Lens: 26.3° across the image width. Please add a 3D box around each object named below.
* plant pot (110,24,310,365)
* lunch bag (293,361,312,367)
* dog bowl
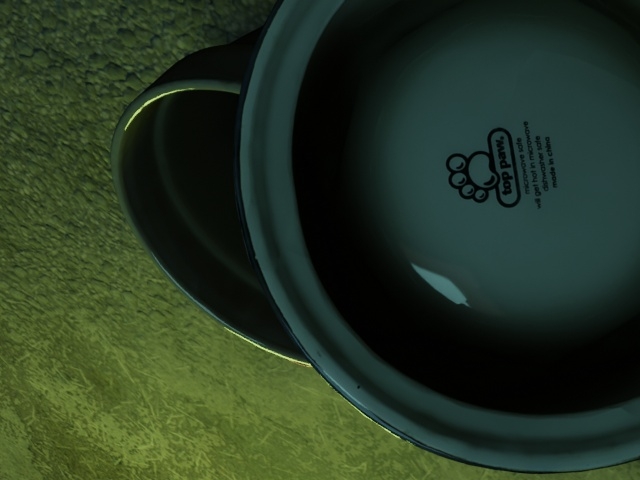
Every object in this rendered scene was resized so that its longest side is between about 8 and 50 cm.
[{"bbox_3d":[0.021,-0.090,1.246,0.323,0.280,0.323,22,141,19],"label":"plant pot"},{"bbox_3d":[0.000,0.000,1.503,0.258,0.120,0.293,-14,122,41],"label":"lunch bag"},{"bbox_3d":[0.143,-0.045,0.966,0.408,0.408,0.150,36,174,1],"label":"dog bowl"}]
